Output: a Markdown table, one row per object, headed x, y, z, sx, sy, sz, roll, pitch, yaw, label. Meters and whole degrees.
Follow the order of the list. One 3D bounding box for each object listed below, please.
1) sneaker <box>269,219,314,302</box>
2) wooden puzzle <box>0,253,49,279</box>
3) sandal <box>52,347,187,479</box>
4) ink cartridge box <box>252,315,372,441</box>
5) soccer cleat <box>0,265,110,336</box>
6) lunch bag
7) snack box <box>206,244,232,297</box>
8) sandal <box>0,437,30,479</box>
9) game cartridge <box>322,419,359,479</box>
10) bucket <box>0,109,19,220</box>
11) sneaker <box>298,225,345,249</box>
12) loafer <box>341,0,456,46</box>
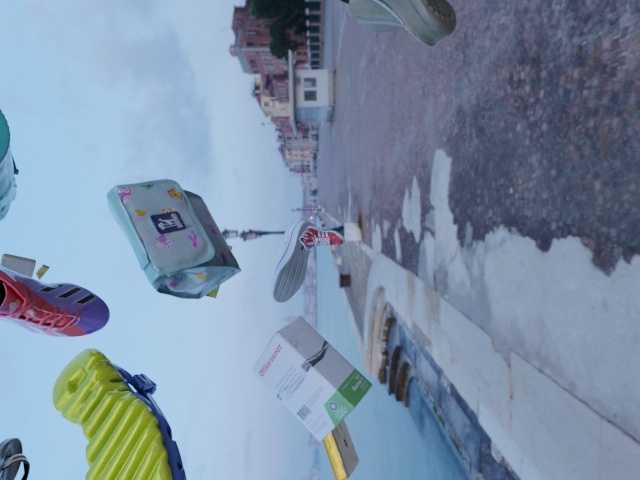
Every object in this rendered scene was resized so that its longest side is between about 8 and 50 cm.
| x | y | z | sx | sy | sz | roll | pitch | yaw | label |
| --- | --- | --- | --- | --- | --- | --- | --- | --- | --- |
| -0.090 | 0.062 | 1.297 | 0.091 | 0.094 | 0.258 | 4 | 68 | 57 | sneaker |
| -0.713 | 0.065 | 1.018 | 0.078 | 0.116 | 0.014 | -49 | 36 | 24 | wooden puzzle |
| -0.263 | 0.273 | 0.619 | 0.317 | 0.126 | 0.138 | 34 | 171 | 43 | sandal |
| -0.024 | 0.299 | 0.943 | 0.092 | 0.219 | 0.160 | -30 | -23 | -51 | ink cartridge box |
| -0.388 | 0.082 | 0.568 | 0.248 | 0.095 | 0.083 | 41 | -104 | -46 | soccer cleat |
| -0.313 | -0.001 | 0.919 | 0.223 | 0.160 | 0.262 | 59 | -173 | 15 | lunch bag |
| -0.442 | 0.091 | 1.595 | 0.070 | 0.174 | 0.207 | 5 | 77 | 53 | snack box |
| -0.476 | 0.359 | 0.661 | 0.180 | 0.049 | 0.072 | 172 | 95 | -65 | sandal |
| 0.034 | 0.618 | 1.465 | 0.285 | 0.052 | 0.324 | 57 | -172 | -68 | game cartridge |
| -0.668 | -0.142 | 0.720 | 0.183 | 0.281 | 0.281 | -37 | 44 | 44 | bucket |
| 0.000 | 0.000 | 1.122 | 0.067 | 0.118 | 0.042 | -45 | -41 | -42 | sneaker |
| 0.057 | -0.193 | 0.354 | 0.050 | 0.056 | 0.148 | -56 | 42 | 33 | loafer |
